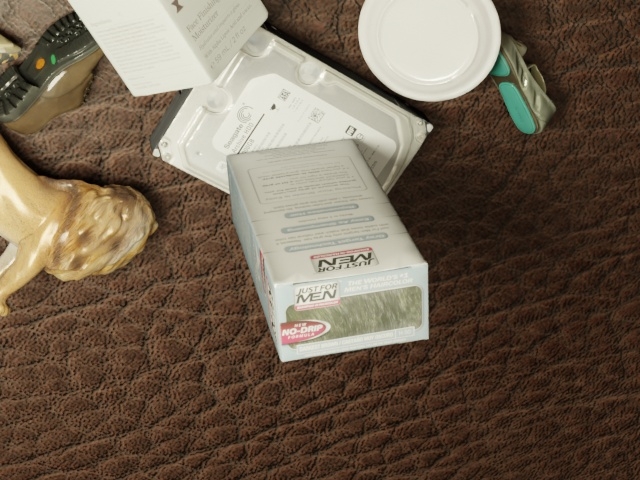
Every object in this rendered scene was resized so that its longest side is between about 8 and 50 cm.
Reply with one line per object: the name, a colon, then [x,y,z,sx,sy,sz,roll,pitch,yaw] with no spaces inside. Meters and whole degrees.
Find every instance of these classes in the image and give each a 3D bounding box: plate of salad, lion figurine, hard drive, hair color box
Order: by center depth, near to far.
hair color box: [0.000,0.000,1.654,0.185,0.374,0.113,-8,118,-9]
lion figurine: [-0.426,-0.064,1.730,0.240,0.142,0.392,-46,114,4]
plate of salad: [0.152,-0.290,1.788,0.200,0.048,0.199,6,118,12]
hard drive: [-0.039,-0.151,1.820,0.339,0.064,0.237,28,107,-24]

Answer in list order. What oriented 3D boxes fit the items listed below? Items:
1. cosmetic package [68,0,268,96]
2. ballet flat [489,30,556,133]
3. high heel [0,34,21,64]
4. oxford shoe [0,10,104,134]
cosmetic package: [-0.196,-0.304,1.618,0.151,0.151,0.183,-3,132,41]
ballet flat: [0.277,-0.248,1.853,0.068,0.072,0.213,-47,122,-19]
high heel: [-0.534,-0.213,1.671,0.261,0.093,0.186,5,134,-25]
oxford shoe: [-0.335,-0.230,1.709,0.227,0.083,0.096,-40,143,5]
